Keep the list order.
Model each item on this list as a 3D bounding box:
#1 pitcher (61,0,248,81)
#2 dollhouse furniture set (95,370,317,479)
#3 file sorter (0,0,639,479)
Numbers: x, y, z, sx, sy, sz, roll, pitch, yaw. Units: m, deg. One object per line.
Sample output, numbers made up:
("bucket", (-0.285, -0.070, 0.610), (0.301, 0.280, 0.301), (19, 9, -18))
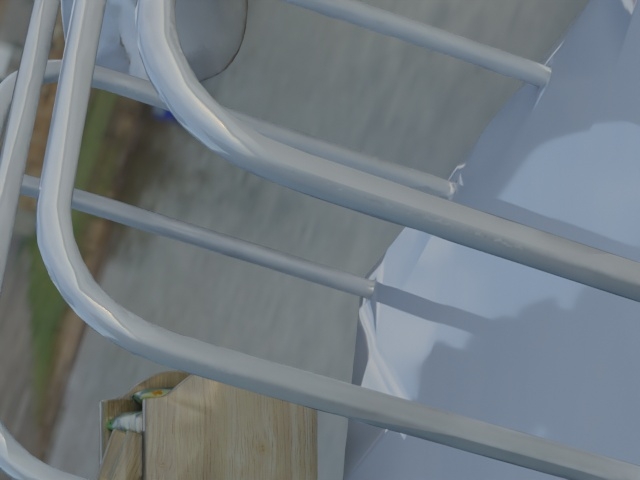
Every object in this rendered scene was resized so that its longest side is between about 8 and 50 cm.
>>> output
("pitcher", (-0.077, -0.196, 0.767), (0.207, 0.125, 0.177), (89, 178, -52))
("dollhouse furniture set", (-0.101, 0.097, 0.655), (0.182, 0.161, 0.101), (161, 109, -74))
("file sorter", (0.000, 0.000, 0.471), (0.277, 0.173, 0.193), (127, 155, -49))
